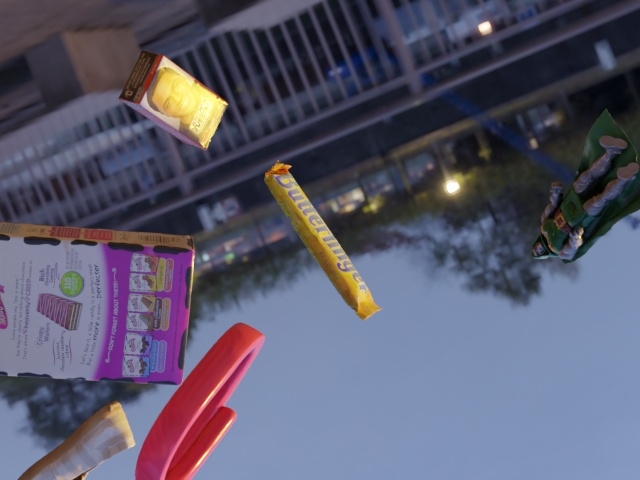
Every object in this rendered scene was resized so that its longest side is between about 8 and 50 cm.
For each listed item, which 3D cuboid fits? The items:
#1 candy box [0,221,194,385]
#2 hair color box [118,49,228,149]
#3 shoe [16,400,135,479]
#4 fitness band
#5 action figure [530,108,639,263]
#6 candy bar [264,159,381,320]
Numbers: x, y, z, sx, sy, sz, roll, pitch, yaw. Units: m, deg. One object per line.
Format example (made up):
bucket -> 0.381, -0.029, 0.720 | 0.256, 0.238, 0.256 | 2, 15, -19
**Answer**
candy box -> -0.261, 0.068, 1.410 | 0.234, 0.159, 0.071 | 5, -168, -10
hair color box -> -0.185, -0.177, 1.640 | 0.043, 0.072, 0.141 | 20, 172, 38
shoe -> -0.304, 0.274, 1.566 | 0.219, 0.058, 0.076 | -40, 177, 30
fitness band -> -0.169, 0.240, 1.807 | 0.291, 0.054, 0.209 | -53, 165, -37
action figure -> 0.327, -0.040, 1.626 | 0.064, 0.137, 0.232 | -7, 150, -24
candy bar -> 0.000, 0.000, 1.132 | 0.018, 0.161, 0.040 | -34, 179, 29
